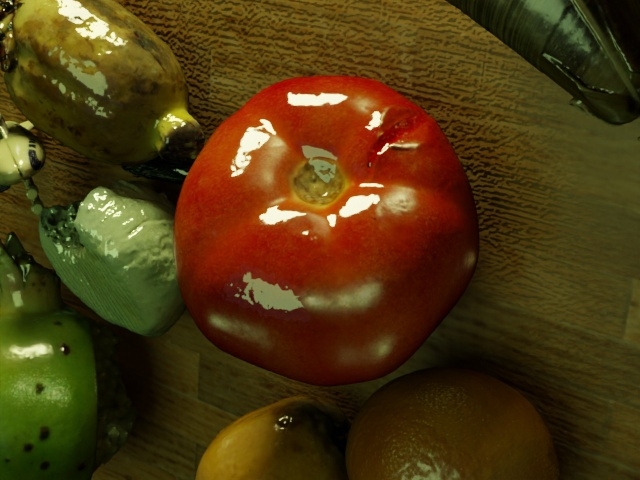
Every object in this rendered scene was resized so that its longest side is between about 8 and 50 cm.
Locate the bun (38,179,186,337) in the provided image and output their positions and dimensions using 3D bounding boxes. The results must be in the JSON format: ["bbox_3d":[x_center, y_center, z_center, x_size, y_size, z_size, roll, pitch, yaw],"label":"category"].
[{"bbox_3d":[-0.223,0.006,1.265,0.212,0.126,0.204,24,142,34],"label":"bun"}]

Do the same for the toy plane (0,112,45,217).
[{"bbox_3d":[-0.364,-0.105,1.277,0.104,0.256,0.242,-20,111,-2],"label":"toy plane"}]

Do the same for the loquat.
[{"bbox_3d":[-0.041,0.264,1.188,0.234,0.176,0.187,-44,36,27],"label":"loquat"}]

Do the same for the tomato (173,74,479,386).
[{"bbox_3d":[0.000,0.000,1.039,0.298,0.298,0.226,38,164,19],"label":"tomato"}]

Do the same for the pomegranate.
[{"bbox_3d":[-0.360,0.160,1.342,0.260,0.260,0.340,-5,97,36],"label":"pomegranate"}]

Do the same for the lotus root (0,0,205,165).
[{"bbox_3d":[-0.246,-0.177,1.213,0.314,0.141,0.169,36,127,11],"label":"lotus root"}]

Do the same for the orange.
[{"bbox_3d":[0.121,0.214,1.049,0.206,0.206,0.206,12,112,32],"label":"orange"}]

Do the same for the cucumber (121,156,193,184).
[{"bbox_3d":[-0.171,-0.082,1.257,0.135,0.034,0.033,9,105,33],"label":"cucumber"}]

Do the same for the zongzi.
[{"bbox_3d":[0.237,-0.236,0.879,0.248,0.111,0.241,42,118,11],"label":"zongzi"}]
